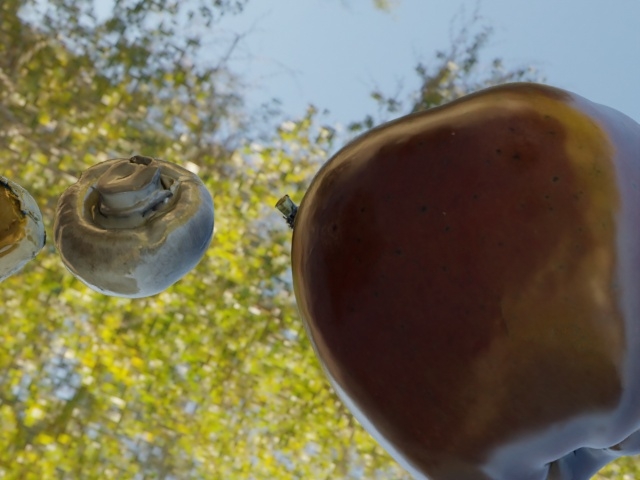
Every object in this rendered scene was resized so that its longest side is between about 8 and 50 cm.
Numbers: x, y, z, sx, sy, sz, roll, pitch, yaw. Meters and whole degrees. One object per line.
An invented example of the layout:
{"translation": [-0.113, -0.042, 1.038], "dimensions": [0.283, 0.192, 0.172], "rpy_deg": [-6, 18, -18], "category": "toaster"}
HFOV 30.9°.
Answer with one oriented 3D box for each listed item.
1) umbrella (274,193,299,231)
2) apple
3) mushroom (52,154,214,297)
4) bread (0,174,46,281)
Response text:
{"translation": [0.000, 0.000, 1.397], "dimensions": [0.040, 0.144, 0.037], "rpy_deg": [-39, -161, 23], "category": "umbrella"}
{"translation": [0.105, 0.026, 0.643], "dimensions": [0.234, 0.234, 0.234], "rpy_deg": [-41, -146, 36], "category": "apple"}
{"translation": [-0.190, -0.021, 1.166], "dimensions": [0.166, 0.166, 0.127], "rpy_deg": [-107, -174, -54], "category": "mushroom"}
{"translation": [-0.248, 0.003, 0.826], "dimensions": [0.106, 0.053, 0.072], "rpy_deg": [-35, -118, 9], "category": "bread"}
